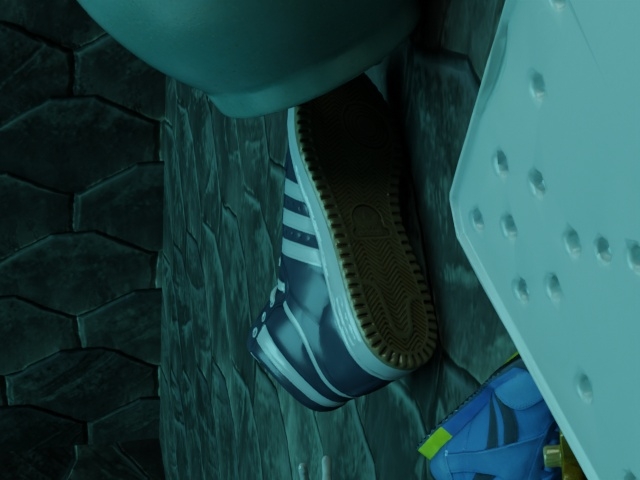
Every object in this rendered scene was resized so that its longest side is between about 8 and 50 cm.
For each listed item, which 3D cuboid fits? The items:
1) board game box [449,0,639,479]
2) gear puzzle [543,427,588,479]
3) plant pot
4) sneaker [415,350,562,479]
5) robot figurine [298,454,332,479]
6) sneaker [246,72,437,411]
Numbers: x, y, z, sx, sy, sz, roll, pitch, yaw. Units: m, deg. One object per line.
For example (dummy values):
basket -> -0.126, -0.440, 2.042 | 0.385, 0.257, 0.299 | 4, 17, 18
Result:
board game box -> 0.172, 0.015, 0.460 | 0.390, 0.050, 0.390 | 101, 149, -52
gear puzzle -> 0.145, 0.226, 0.786 | 0.175, 0.044, 0.339 | -20, -76, -81
plant pot -> -0.042, -0.214, 1.179 | 0.196, 0.293, 0.293 | 62, 178, -22
sneaker -> 0.126, 0.105, 0.924 | 0.082, 0.069, 0.209 | 50, 149, 11
robot figurine -> 0.011, 0.339, 1.191 | 0.300, 0.200, 0.353 | 123, 142, -82
sneaker -> 0.000, 0.000, 1.296 | 0.153, 0.099, 0.282 | -43, 51, 49
